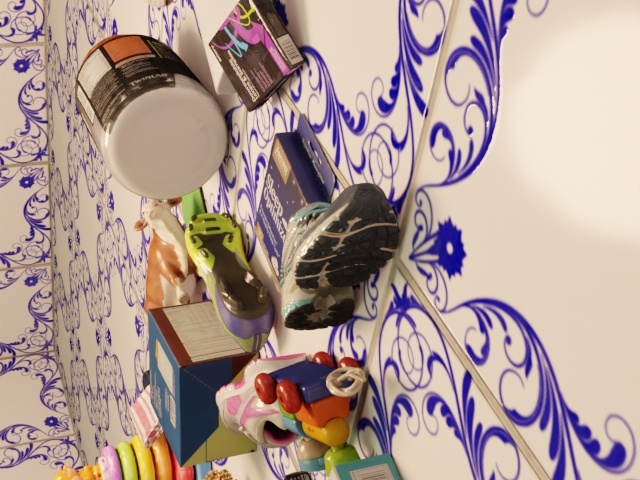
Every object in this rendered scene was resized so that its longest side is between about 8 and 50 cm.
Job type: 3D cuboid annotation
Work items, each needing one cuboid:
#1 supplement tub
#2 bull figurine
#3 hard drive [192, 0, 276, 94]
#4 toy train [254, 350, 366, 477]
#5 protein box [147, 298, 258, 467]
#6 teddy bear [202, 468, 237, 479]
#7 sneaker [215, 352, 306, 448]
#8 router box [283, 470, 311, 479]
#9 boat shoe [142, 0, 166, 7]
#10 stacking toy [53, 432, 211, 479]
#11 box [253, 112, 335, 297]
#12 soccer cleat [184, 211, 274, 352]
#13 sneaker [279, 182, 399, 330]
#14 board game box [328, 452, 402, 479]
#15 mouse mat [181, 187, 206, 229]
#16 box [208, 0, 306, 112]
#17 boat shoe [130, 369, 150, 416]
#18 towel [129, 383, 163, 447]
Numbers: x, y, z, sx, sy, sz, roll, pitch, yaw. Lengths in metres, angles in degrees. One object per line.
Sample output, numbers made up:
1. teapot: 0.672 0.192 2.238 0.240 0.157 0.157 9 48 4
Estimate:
1. supplement tub: -0.300 -0.225 1.658 0.338 0.207 0.207 -129 38 -54
2. bull figurine: -0.272 0.066 1.807 0.188 0.101 0.310 53 149 37
3. hard drive: -0.153 -0.430 1.446 0.233 0.047 0.353 123 135 -58
4. toy train: 0.015 0.222 1.174 0.248 0.105 0.144 -4 104 68
5. protein box: -0.203 0.236 1.654 0.201 0.135 0.200 -134 42 -56
6. teddy bear: -0.144 0.523 1.670 0.338 0.113 0.245 95 163 -46
7. sneaker: -0.082 0.250 1.405 0.252 0.102 0.111 126 135 -60
8. router box: -0.025 0.407 1.398 0.092 0.038 0.122 110 146 -47
9. boat shoe: -0.365 -0.513 1.875 0.277 0.096 0.098 -130 40 -53
10. stacking toy: -0.382 0.459 1.944 0.165 0.301 0.175 171 91 -68
11. box: -0.039 -0.045 1.301 0.225 0.036 0.136 108 147 -44
12. soccer cleat: -0.150 0.060 1.532 0.289 0.093 0.121 -122 26 -48
13. sneaker: 0.000 0.000 1.123 0.283 0.110 0.122 120 141 -56
14. board game box: 0.060 0.458 1.151 0.336 0.079 0.254 104 150 -42
15. mouse mat: -0.237 -0.057 1.823 0.152 0.007 0.190 134 127 -63
16. box: -0.088 -0.252 1.300 0.116 0.029 0.162 59 153 1
17. boat shoe: -0.371 0.398 2.182 0.109 0.089 0.258 104 150 -41
18. towel: -0.308 0.299 1.928 0.197 0.029 0.144 -52 29 1
